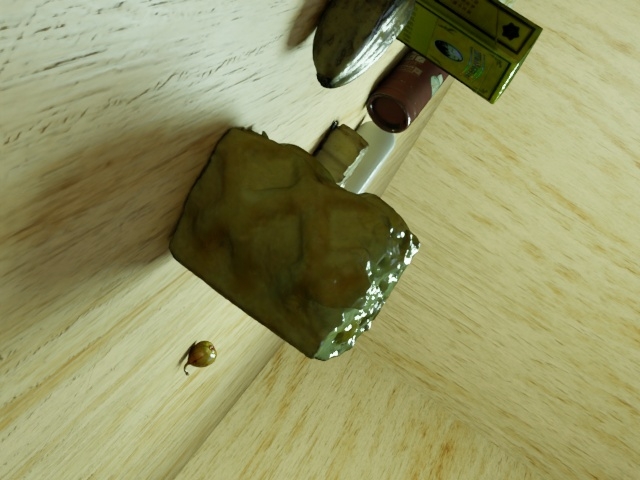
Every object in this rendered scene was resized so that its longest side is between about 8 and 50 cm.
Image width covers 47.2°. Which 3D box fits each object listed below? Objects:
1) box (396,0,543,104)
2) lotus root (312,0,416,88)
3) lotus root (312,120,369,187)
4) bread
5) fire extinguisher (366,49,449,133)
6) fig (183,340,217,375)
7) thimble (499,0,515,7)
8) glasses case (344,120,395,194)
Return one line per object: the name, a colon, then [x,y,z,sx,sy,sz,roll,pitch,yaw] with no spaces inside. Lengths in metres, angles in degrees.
box: [0.162,-0.279,0.937,0.064,0.220,0.141,-55,175,-8]
lotus root: [0.048,-0.255,0.838,0.179,0.081,0.089,-52,153,0]
lotus root: [-0.007,-0.093,1.357,0.260,0.075,0.170,-56,177,7]
bread: [-0.033,0.002,0.844,0.196,0.252,0.238,-51,169,-1]
fire extinguisher: [0.235,-0.367,1.536,0.138,0.102,0.344,-1,-139,48]
fig: [-0.236,0.229,1.408,0.083,0.050,0.050,-43,179,18]
thimble: [0.302,-0.473,1.449,0.143,0.138,0.190,-60,-176,38]
glasses case: [0.072,-0.154,1.561,0.233,0.092,0.059,-56,173,-13]
